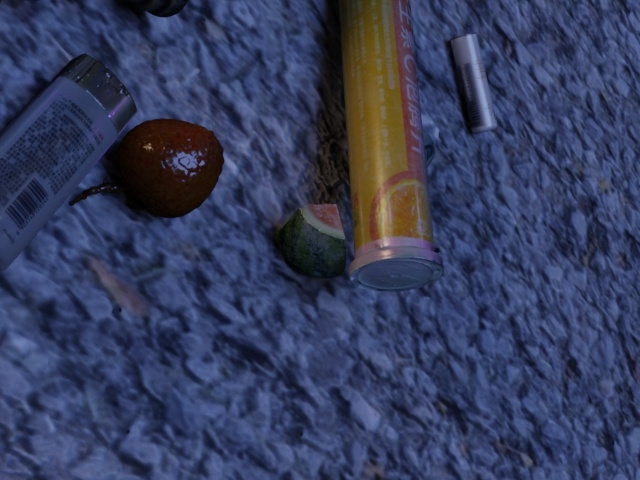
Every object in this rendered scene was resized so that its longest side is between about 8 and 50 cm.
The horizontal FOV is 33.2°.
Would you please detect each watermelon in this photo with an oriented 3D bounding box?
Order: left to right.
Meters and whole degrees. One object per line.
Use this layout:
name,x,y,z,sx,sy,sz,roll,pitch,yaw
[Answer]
watermelon,0.001,0.000,1.250,0.092,0.084,0.072,45,62,-5

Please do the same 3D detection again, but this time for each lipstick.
lipstick,0.220,-0.224,1.539,0.040,0.040,0.141,-19,97,-45

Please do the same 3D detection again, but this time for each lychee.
lychee,-0.169,-0.074,1.096,0.114,0.140,0.101,60,27,-75

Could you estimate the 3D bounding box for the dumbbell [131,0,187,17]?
dumbbell,-0.233,-0.278,1.066,0.255,0.110,0.110,-9,89,-38

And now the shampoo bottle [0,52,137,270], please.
shampoo bottle,-0.266,-0.078,1.022,0.086,0.056,0.227,49,52,-25

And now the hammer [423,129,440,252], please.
hammer,0.116,-0.048,1.397,0.116,0.070,0.193,-42,120,-41

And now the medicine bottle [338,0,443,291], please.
medicine bottle,0.073,-0.156,1.287,0.108,0.108,0.426,17,60,-42
